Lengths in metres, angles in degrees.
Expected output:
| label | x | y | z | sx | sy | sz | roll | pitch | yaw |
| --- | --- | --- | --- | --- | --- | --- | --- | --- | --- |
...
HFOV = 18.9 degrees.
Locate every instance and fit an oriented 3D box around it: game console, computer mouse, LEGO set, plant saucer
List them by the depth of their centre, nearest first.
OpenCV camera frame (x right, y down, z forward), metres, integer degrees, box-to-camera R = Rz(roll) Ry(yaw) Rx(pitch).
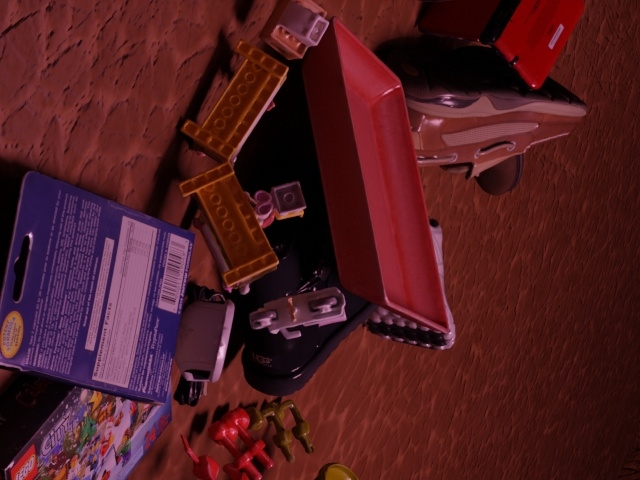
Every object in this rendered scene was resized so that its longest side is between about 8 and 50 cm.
| label | x | y | z | sx | sy | sz | roll | pitch | yaw |
| --- | --- | --- | --- | --- | --- | --- | --- | --- | --- |
| computer mouse | -0.101 | 0.080 | 1.575 | 0.193 | 0.042 | 0.106 | 131 | -28 | -80 |
| LEGO set | -0.055 | -0.058 | 1.585 | 0.107 | 0.132 | 0.287 | 111 | -25 | -76 |
| plant saucer | 0.047 | -0.048 | 1.746 | 0.259 | 0.047 | 0.258 | 27 | 52 | -72 |
| game console | 0.194 | -0.237 | 2.034 | 0.124 | 0.085 | 0.144 | 46 | 55 | -22 |

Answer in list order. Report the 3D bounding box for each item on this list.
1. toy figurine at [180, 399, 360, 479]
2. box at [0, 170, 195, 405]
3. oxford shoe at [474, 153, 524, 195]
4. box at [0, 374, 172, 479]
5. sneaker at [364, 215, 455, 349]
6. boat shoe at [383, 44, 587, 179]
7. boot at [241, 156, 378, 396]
| label | x | y | z | sx | sy | sz | roll | pitch | yaw |
| --- | --- | --- | --- | --- | --- | --- | --- | --- | --- |
| toy figurine | -0.096 | 0.300 | 1.832 | 0.217 | 0.191 | 0.362 | -43 | 173 | 12 |
| box | -0.170 | 0.036 | 1.373 | 0.225 | 0.036 | 0.136 | 25 | 73 | -62 |
| oxford shoe | 0.172 | -0.114 | 2.200 | 0.096 | 0.083 | 0.227 | -60 | 146 | -23 |
| box | -0.191 | 0.150 | 1.480 | 0.233 | 0.044 | 0.159 | -52 | 154 | -44 |
| sneaker | 0.099 | 0.034 | 2.104 | 0.292 | 0.110 | 0.118 | 68 | 35 | -63 |
| boat shoe | 0.156 | -0.132 | 2.037 | 0.324 | 0.122 | 0.120 | 0 | 124 | -49 |
| boot | 0.000 | 0.000 | 1.793 | 0.246 | 0.094 | 0.207 | -52 | 155 | -40 |
